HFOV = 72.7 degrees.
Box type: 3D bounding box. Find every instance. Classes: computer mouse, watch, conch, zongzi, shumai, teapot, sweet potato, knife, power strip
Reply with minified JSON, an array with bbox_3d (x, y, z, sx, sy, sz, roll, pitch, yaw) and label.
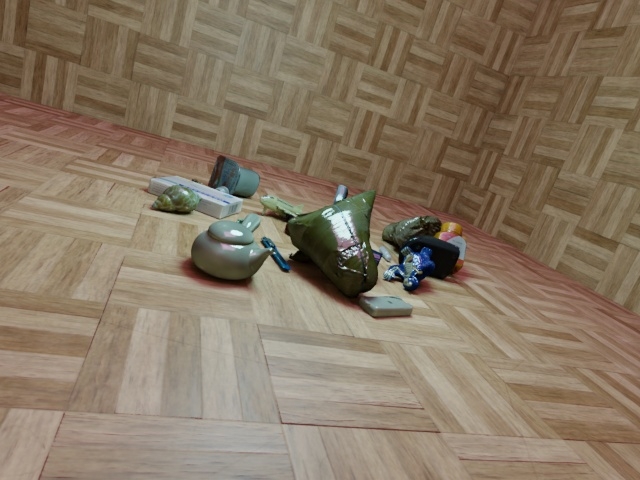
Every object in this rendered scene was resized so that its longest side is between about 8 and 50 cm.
[{"bbox_3d":[0.460,0.062,1.893,0.270,0.170,0.100,17,30,-14],"label":"computer mouse"},{"bbox_3d":[0.097,-0.195,2.369,0.069,0.192,0.206,19,-6,3],"label":"watch"},{"bbox_3d":[-0.537,-0.155,1.671,0.116,0.105,0.173,1,-12,26],"label":"conch"},{"bbox_3d":[0.139,-0.008,1.482,0.393,0.174,0.356,-26,54,-23],"label":"zongzi"},{"bbox_3d":[0.452,-0.057,2.216,0.346,0.216,0.283,3,22,-36],"label":"shumai"},{"bbox_3d":[-0.275,0.003,1.318,0.220,0.149,0.318,13,17,-23],"label":"teapot"},{"bbox_3d":[0.004,0.002,1.707,0.131,0.130,0.422,21,26,10],"label":"sweet potato"},{"bbox_3d":[-0.160,0.041,1.549,0.044,0.026,0.296,23,10,-30],"label":"knife"},{"bbox_3d":[0.207,0.206,1.371,0.192,0.035,0.081,6,19,-38],"label":"power strip"}]

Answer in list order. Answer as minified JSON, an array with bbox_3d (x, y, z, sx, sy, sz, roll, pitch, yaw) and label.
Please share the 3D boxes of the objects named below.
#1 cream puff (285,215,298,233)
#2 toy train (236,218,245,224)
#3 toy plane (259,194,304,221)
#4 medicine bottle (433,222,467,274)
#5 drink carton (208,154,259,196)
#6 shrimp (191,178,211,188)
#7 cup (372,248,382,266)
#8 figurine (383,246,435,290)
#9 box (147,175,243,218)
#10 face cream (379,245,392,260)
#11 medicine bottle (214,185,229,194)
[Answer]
[{"bbox_3d":[-0.083,-0.061,1.881,0.149,0.084,0.149,18,14,-5],"label":"cream puff"},{"bbox_3d":[-0.299,-0.068,1.756,0.083,0.033,0.053,12,11,-19],"label":"toy train"},{"bbox_3d":[-0.180,-0.153,2.055,0.256,0.104,0.242,6,22,-37],"label":"toy plane"},{"bbox_3d":[0.603,0.032,2.055,0.150,0.222,0.112,20,-27,0],"label":"medicine bottle"},{"bbox_3d":[-0.423,-0.298,2.191,0.191,0.185,0.190,26,6,32],"label":"drink carton"},{"bbox_3d":[-0.597,-0.255,2.081,0.178,0.034,0.124,33,27,31],"label":"shrimp"},{"bbox_3d":[0.144,0.079,1.606,0.138,0.113,0.150,22,26,8],"label":"cup"},{"bbox_3d":[0.368,0.123,1.711,0.164,0.120,0.262,-2,26,34],"label":"figurine"},{"bbox_3d":[-0.530,-0.191,1.861,0.344,0.065,0.200,20,16,9],"label":"box"},{"bbox_3d":[0.296,0.062,1.967,0.034,0.034,0.130,15,15,-11],"label":"face cream"},{"bbox_3d":[-0.471,-0.221,2.045,0.058,0.058,0.091,18,15,0],"label":"medicine bottle"}]
